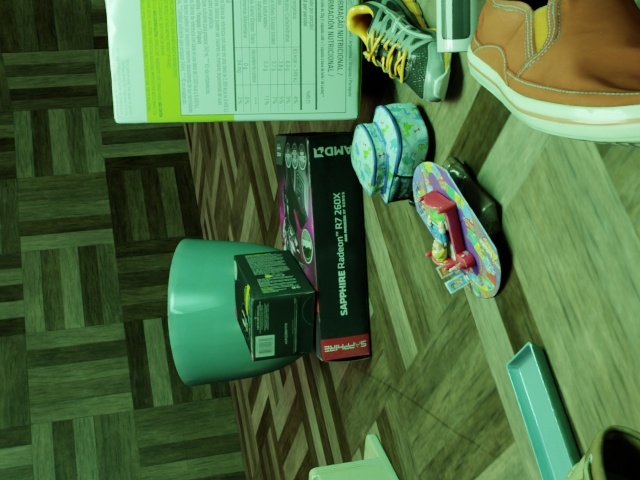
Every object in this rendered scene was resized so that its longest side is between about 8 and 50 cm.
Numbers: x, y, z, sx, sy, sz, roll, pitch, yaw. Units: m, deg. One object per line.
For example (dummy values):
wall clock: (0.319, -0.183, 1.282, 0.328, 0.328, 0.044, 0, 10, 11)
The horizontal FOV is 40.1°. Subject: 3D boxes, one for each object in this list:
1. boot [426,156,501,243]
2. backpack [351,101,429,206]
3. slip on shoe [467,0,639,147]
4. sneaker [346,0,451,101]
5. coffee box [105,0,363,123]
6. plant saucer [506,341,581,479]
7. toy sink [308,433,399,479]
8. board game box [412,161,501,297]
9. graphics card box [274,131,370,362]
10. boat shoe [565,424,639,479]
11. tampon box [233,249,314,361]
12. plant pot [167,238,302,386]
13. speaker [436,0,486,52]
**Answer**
boot: (0.162, -0.024, 0.991, 0.114, 0.037, 0.106, -120, 26, -47)
backpack: (0.090, -0.115, 1.126, 0.114, 0.084, 0.105, 103, 154, -44)
slip on shoe: (0.199, -0.140, 0.656, 0.331, 0.123, 0.101, -115, 28, -63)
sneaker: (0.096, -0.230, 1.064, 0.215, 0.083, 0.084, -116, 26, -50)
coffee box: (-0.122, -0.360, 1.266, 0.337, 0.335, 0.338, -108, 16, -72)
plant saucer: (0.227, 0.198, 0.856, 0.067, 0.018, 0.192, 110, 151, -59)
toy sink: (0.056, 0.438, 1.373, 0.234, 0.131, 0.152, -119, 28, -58)
board game box: (0.137, -0.005, 0.978, 0.168, 0.033, 0.133, 60, 165, 13)
graphics card box: (0.000, 0.000, 1.494, 0.233, 0.094, 0.370, -152, 59, -73)
boat shoe: (0.254, 0.241, 0.578, 0.324, 0.123, 0.116, -129, 38, -61)
tampon box: (-0.081, 0.105, 1.457, 0.161, 0.102, 0.120, -125, 33, -61)
plant pot: (-0.145, 0.137, 1.727, 0.293, 0.235, 0.292, -2, -90, -83)
speaker: (0.147, -0.265, 0.911, 0.055, 0.055, 0.136, -144, 50, -71)
